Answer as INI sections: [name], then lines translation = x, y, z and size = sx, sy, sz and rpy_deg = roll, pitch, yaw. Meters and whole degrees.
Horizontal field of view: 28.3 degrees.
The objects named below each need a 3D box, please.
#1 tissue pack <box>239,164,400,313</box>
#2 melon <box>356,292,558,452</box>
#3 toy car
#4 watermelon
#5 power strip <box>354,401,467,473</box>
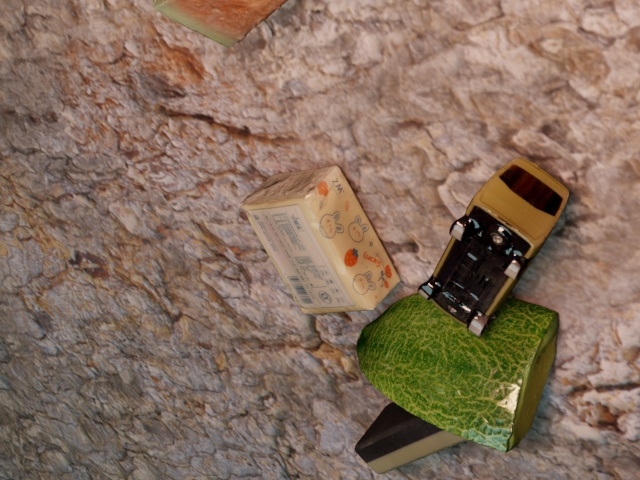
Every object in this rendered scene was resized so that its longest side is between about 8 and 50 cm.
[tissue pack]
translation = 0.000, 0.000, 1.746
size = 0.148, 0.092, 0.196
rpy_deg = -5, 123, 46
[melon]
translation = 0.160, 0.157, 1.705
size = 0.323, 0.196, 0.124
rpy_deg = 13, 162, 40
[toy car]
translation = 0.209, 0.010, 1.536
size = 0.101, 0.124, 0.256
rpy_deg = 37, 152, 10
[watermelon]
translation = -0.048, -0.330, 1.349
size = 0.140, 0.193, 0.257
rpy_deg = 25, 161, -33
[power strip]
translation = 0.155, 0.263, 1.843
size = 0.070, 0.105, 0.257
rpy_deg = 46, 144, -5
